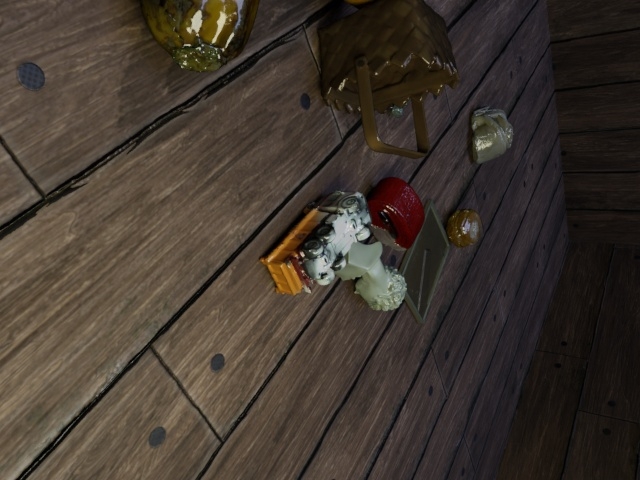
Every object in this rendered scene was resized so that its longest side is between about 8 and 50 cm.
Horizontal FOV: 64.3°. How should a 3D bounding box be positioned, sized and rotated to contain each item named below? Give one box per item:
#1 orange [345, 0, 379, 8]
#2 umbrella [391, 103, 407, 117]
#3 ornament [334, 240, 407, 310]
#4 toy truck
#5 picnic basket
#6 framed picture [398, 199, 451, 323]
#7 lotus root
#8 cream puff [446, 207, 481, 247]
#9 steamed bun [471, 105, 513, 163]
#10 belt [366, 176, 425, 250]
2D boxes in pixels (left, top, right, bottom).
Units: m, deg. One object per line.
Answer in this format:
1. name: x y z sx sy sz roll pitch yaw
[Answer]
1. orange: 0.119 -0.643 1.099 0.274 0.274 0.275 -7 99 -53
2. umbrella: 0.238 -0.434 1.466 0.046 0.050 0.188 69 38 -60
3. ornament: 0.126 0.079 1.289 0.285 0.130 0.121 49 42 -44
4. toy truck: 0.000 0.000 1.113 0.270 0.135 0.114 -48 132 -34
5. picnic basket: 0.156 -0.350 1.151 0.254 0.291 0.321 -4 84 -54
6. framed picture: 0.344 0.069 1.672 0.247 0.022 0.335 56 51 -41
7. lotus root: -0.174 -0.464 0.784 0.195 0.179 0.398 10 86 -56
8. cream puff: 0.505 -0.045 1.812 0.126 0.103 0.144 11 84 -40
9. steamed bun: 0.673 -0.416 1.970 0.218 0.144 0.211 -32 118 -49
10. belt: 0.207 -0.077 1.383 0.124 0.128 0.201 -59 135 -31
